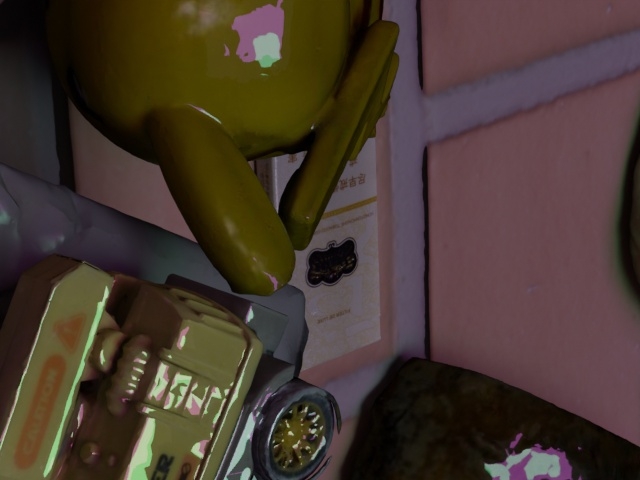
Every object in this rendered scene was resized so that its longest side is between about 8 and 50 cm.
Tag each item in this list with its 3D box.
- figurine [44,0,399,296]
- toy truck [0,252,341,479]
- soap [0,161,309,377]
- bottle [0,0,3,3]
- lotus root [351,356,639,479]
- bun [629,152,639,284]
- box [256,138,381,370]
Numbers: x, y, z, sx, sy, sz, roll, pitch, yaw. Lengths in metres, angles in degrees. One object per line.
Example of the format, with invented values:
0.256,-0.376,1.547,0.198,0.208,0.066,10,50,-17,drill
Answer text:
-0.044,-0.099,0.938,0.327,0.169,0.218,-31,125,-77,figurine
-0.113,0.138,0.777,0.157,0.124,0.272,28,83,-45,toy truck
-0.251,0.107,0.870,0.435,0.213,0.350,20,87,-44,soap
-0.160,-0.256,0.875,0.206,0.173,0.297,44,69,-7,bottle
0.160,0.216,1.337,0.314,0.142,0.210,16,93,-43,lotus root
0.352,-0.027,1.432,0.244,0.153,0.244,-13,112,-35,bun
0.000,0.000,1.198,0.090,0.024,0.167,-18,115,-38,box
